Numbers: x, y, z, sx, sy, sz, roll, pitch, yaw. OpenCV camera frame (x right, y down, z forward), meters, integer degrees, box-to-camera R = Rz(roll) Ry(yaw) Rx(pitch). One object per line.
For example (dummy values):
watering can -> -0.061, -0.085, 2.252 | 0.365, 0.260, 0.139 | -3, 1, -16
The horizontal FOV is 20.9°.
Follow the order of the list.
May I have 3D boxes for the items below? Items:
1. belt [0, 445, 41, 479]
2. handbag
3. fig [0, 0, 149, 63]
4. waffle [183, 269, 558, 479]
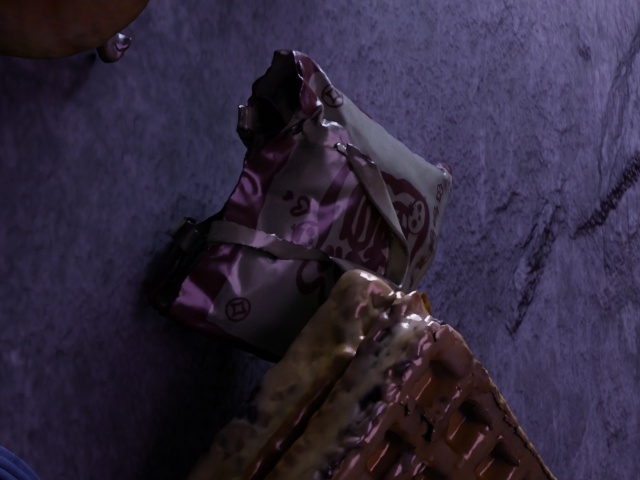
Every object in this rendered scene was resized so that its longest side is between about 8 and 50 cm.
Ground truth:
belt -> -0.216, 0.168, 0.901 | 0.190, 0.082, 0.141 | 37, 59, -52
handbag -> 0.000, 0.000, 1.233 | 0.235, 0.127, 0.213 | 33, 77, -43
fig -> -0.151, -0.150, 1.000 | 0.231, 0.160, 0.143 | 76, -8, -46
waffle -> 0.054, 0.216, 1.225 | 0.261, 0.114, 0.376 | -55, 138, -14
